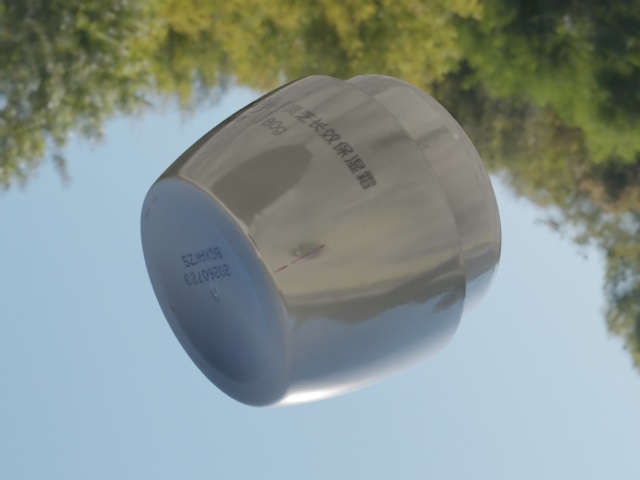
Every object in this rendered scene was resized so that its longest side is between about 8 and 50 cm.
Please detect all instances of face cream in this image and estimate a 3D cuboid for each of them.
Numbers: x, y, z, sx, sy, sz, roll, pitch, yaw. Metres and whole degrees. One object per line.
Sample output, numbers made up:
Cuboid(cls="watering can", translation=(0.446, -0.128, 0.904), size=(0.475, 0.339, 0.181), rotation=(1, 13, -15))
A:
Cuboid(cls="face cream", translation=(0.000, 0.000, 0.528), size=(0.104, 0.117, 0.117), rotation=(-27, -131, -30))
